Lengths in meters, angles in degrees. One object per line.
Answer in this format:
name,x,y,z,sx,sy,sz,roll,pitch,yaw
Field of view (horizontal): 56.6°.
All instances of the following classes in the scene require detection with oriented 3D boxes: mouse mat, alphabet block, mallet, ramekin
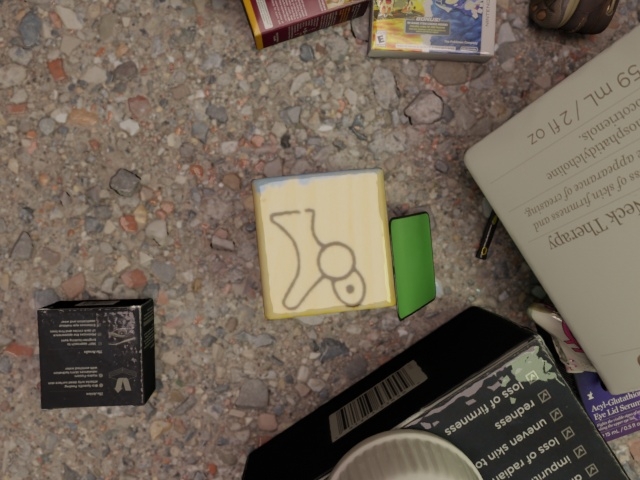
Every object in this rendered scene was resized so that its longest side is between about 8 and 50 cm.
mouse mat,0.146,0.034,0.927,0.007,0.190,0.152,-4,94,29
alphabet block,0.000,0.000,0.902,0.192,0.193,0.197,-5,93,-2
mallet,0.308,-0.058,1.000,0.062,0.039,0.189,9,97,-6
ramekin,0.105,0.334,0.678,0.207,0.109,0.207,0,93,-3

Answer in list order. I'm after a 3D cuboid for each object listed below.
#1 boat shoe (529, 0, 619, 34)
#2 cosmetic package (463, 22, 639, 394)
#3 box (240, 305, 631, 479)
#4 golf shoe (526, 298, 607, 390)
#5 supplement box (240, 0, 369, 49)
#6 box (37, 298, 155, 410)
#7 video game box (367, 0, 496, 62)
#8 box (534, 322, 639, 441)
boat shoe,0.456,-0.499,0.949,0.130,0.132,0.355,17,101,-14
cosmetic package,0.481,-0.070,0.779,0.327,0.329,0.393,-27,83,-34
box,0.200,0.433,0.885,0.480,0.297,0.471,-33,92,-1
golf shoe,0.384,0.157,0.889,0.186,0.067,0.086,31,94,-3
supplement box,-0.029,-0.386,0.935,0.188,0.081,0.104,-18,93,-2
box,-0.349,0.176,0.939,0.156,0.093,0.158,-1,92,-4
video game box,0.183,-0.392,0.966,0.205,0.048,0.187,1,90,-4
box,0.470,0.204,0.984,0.153,0.108,0.207,-20,94,-1
